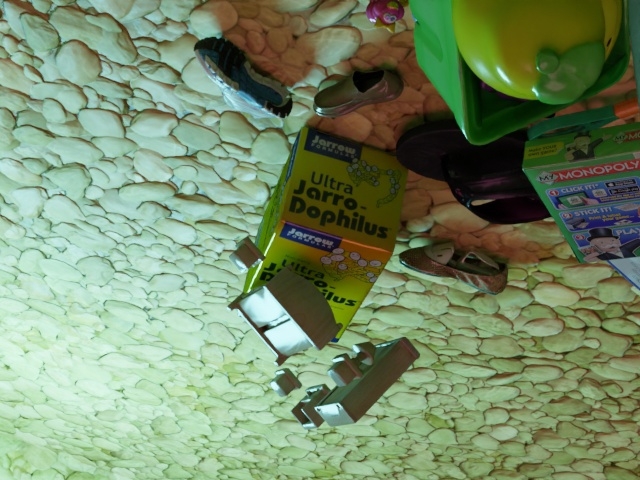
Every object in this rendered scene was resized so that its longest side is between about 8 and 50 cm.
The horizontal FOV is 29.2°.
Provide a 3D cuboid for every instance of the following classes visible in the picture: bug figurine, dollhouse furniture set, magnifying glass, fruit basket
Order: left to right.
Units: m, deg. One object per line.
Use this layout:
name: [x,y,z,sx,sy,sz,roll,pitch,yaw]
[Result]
dollhouse furniture set: [-0.025,0.128,2.099,0.355,0.174,0.303,50,154,-6]
bug figurine: [0.044,-0.327,1.597,0.279,0.072,0.216,17,-175,-11]
fruit basket: [0.237,-0.279,1.329,0.283,0.392,0.392,-25,154,-19]
magnifying glass: [0.414,-0.184,1.816,0.231,0.026,0.092,-15,167,31]

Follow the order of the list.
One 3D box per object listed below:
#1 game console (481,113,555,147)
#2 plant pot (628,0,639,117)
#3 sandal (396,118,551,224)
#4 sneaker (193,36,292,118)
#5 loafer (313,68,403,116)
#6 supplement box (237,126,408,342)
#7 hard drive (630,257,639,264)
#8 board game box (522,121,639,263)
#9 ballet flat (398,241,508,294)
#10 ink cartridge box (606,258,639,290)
game console: [0.286,-0.198,1.814,0.107,0.071,0.122,1,147,18]
plant pot: [0.507,-0.219,1.484,0.334,0.305,0.334,9,148,6]
sandal: [0.334,-0.081,1.947,0.446,0.107,0.167,16,148,-8]
sneaker: [-0.135,-0.239,1.896,0.083,0.071,0.191,-12,141,42]
loafer: [0.052,-0.230,1.863,0.148,0.056,0.050,-15,140,21]
supplement box: [0.000,0.000,2.106,0.194,0.195,0.356,16,148,-7]
hard drive: [0.631,-0.035,1.888,0.203,0.040,0.307,28,137,3]
board game box: [0.422,-0.062,1.426,0.317,0.046,0.213,-8,143,29]
ballet flat: [0.245,0.038,2.223,0.206,0.073,0.067,15,121,-10]
ink cartridge box: [0.690,0.039,2.061,0.307,0.072,0.303,-17,139,40]
